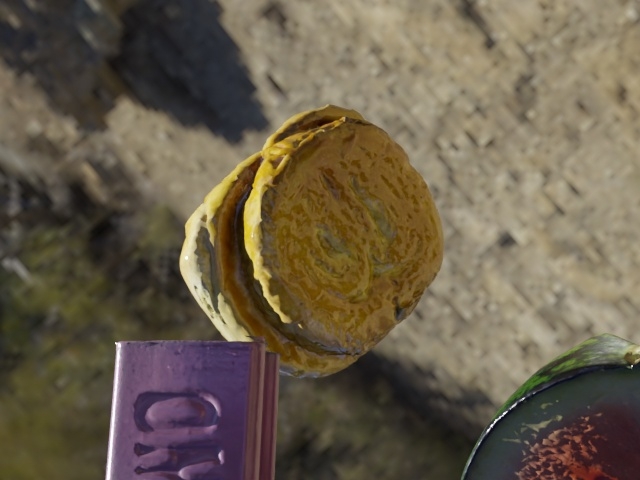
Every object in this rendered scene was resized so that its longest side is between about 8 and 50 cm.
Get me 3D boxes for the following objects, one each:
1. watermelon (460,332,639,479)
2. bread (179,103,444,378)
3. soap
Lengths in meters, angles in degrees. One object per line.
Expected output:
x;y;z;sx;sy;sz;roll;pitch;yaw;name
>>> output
0.178;0.173;1.167;0.159;0.128;0.303;-12;116;24;watermelon
0.001;0.003;1.670;0.198;0.236;0.120;53;154;-15;bread
-0.097;0.176;1.455;0.122;0.203;0.065;-2;164;14;soap
